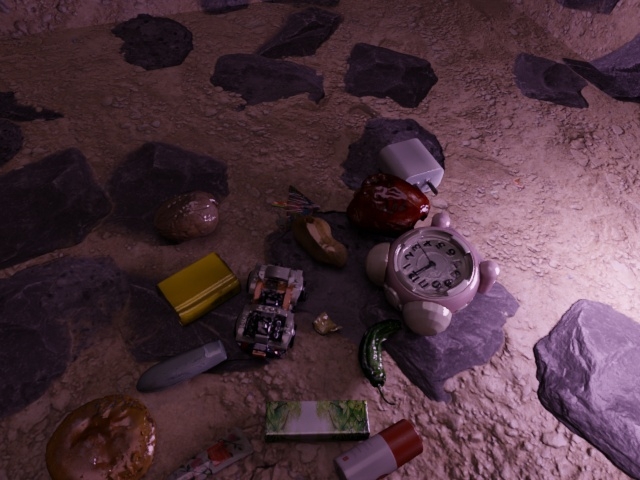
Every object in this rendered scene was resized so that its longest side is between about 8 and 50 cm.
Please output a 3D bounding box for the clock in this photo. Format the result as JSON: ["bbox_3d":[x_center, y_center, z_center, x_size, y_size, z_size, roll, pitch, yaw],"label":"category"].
[{"bbox_3d":[0.343,0.105,1.438,0.325,0.184,0.342,-28,54,-18],"label":"clock"}]

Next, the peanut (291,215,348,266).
[{"bbox_3d":[0.000,0.000,1.531,0.236,0.110,0.120,40,52,21],"label":"peanut"}]

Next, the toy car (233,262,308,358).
[{"bbox_3d":[-0.147,0.208,1.363,0.192,0.118,0.302,11,54,2],"label":"toy car"}]

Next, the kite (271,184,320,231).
[{"bbox_3d":[-0.092,-0.122,1.674,0.183,0.014,0.241,7,52,1],"label":"kite"}]

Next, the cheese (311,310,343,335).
[{"bbox_3d":[0.023,0.263,1.376,0.084,0.042,0.060,26,47,34],"label":"cheese"}]

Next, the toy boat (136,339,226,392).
[{"bbox_3d":[-0.388,0.358,1.261,0.260,0.085,0.078,-23,57,-7],"label":"toy boat"}]

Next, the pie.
[{"bbox_3d":[-0.547,0.509,1.137,0.273,0.069,0.274,4,50,-5],"label":"pie"}]

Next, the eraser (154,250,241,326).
[{"bbox_3d":[-0.379,0.148,1.419,0.226,0.069,0.158,-33,59,-25],"label":"eraser"}]

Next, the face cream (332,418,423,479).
[{"bbox_3d":[0.146,0.543,1.138,0.214,0.096,0.096,-22,57,-19],"label":"face cream"}]

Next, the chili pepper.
[{"bbox_3d":[0.169,0.340,1.313,0.122,0.065,0.279,9,49,8],"label":"chili pepper"}]

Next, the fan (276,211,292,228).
[{"bbox_3d":[-0.138,-0.076,1.644,0.055,0.004,0.083,-20,56,-18],"label":"fan"}]

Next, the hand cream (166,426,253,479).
[{"bbox_3d":[-0.287,0.561,1.132,0.233,0.050,0.080,-24,54,-28],"label":"hand cream"}]

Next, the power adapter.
[{"bbox_3d":[0.359,-0.260,1.743,0.186,0.124,0.255,-17,55,-15],"label":"power adapter"}]

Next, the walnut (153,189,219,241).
[{"bbox_3d":[-0.456,-0.079,1.531,0.230,0.178,0.178,-16,55,-1],"label":"walnut"}]

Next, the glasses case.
[{"bbox_3d":[-0.010,0.481,1.197,0.271,0.062,0.095,1,45,-3],"label":"glasses case"}]

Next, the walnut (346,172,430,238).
[{"bbox_3d":[0.237,-0.111,1.589,0.268,0.244,0.222,26,94,7],"label":"walnut"}]
